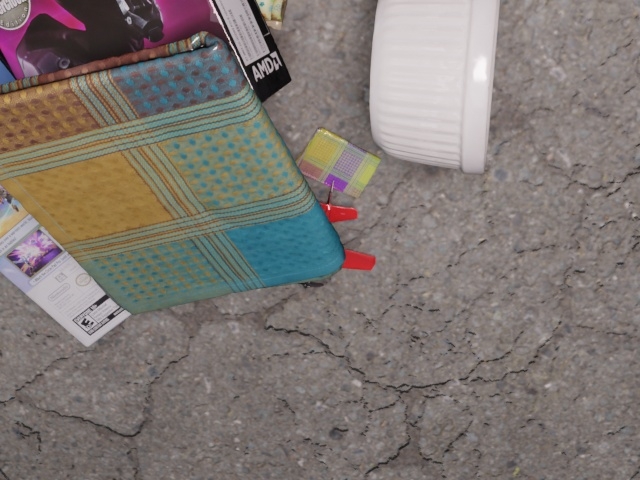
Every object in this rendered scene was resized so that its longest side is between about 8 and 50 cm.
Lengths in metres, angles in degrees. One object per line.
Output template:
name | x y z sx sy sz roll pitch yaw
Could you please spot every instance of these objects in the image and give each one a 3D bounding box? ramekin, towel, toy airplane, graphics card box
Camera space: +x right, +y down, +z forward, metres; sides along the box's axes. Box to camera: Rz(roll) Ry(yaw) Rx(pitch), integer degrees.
ramekin | 0.112 -0.169 0.943 0.109 0.207 0.207 5 120 9
towel | -0.148 -0.045 0.943 0.271 0.040 0.370 -11 147 13
toy airplane | 0.000 0.000 1.137 0.151 0.028 0.151 1 126 1
towel | 0.019 -0.087 1.101 0.083 0.009 0.060 25 117 -13
graphics card box | -0.209 -0.262 0.898 0.233 0.094 0.371 -18 107 25

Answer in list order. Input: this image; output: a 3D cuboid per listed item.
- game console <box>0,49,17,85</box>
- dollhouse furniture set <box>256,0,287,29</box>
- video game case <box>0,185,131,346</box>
game console | -0.353 -0.144 1.031 0.122 0.071 0.107 -19 118 31
dollhouse furniture set | -0.010 -0.232 0.965 0.161 0.101 0.182 12 120 -4
video game case | -0.255 -0.039 1.110 0.269 0.061 0.244 -35 113 20
